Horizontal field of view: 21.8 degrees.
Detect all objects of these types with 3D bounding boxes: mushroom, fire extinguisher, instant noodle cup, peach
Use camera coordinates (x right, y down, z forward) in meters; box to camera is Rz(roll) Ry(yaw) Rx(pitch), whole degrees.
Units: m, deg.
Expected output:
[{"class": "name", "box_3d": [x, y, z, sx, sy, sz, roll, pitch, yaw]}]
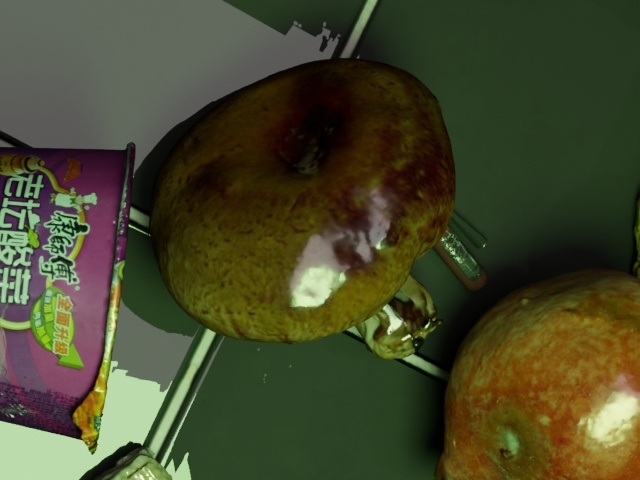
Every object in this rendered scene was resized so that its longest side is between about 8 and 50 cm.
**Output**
[{"class": "mushroom", "box_3d": [-0.020, -0.013, 1.390, 0.267, 0.267, 0.254, -1, 123, -18]}, {"class": "fire extinguisher", "box_3d": [0.122, -0.004, 1.509, 0.046, 0.032, 0.100, -40, 107, -3]}, {"class": "instant noodle cup", "box_3d": [-0.253, 0.034, 1.293, 0.190, 0.251, 0.251, 7, 87, -8]}, {"class": "peach", "box_3d": [0.213, 0.147, 1.440, 0.256, 0.232, 0.232, -36, 100, -7]}]

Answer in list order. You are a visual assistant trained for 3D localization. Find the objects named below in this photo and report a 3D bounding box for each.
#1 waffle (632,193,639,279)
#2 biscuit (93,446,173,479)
[{"class": "waffle", "box_3d": [0.366, 0.066, 1.574, 0.160, 0.055, 0.211, 9, 88, -18]}, {"class": "biscuit", "box_3d": [-0.120, 0.297, 1.413, 0.108, 0.062, 0.239, -38, 101, -15]}]
